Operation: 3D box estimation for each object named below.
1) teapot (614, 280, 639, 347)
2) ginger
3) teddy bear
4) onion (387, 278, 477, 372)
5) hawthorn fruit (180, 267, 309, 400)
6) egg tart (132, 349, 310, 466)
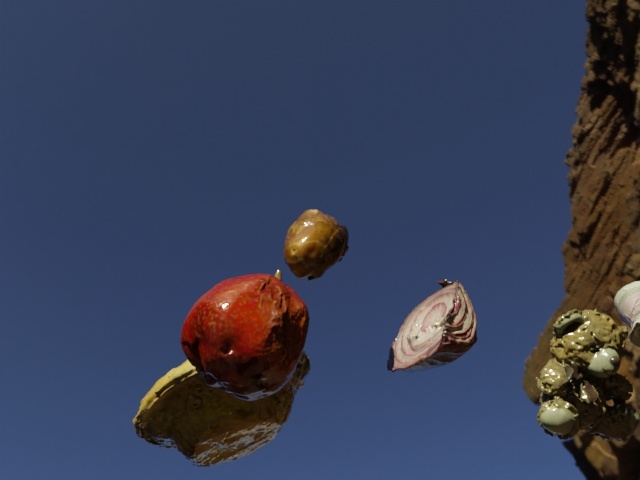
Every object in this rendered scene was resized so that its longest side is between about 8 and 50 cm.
[{"bbox_3d":[0.382,0.091,0.619,0.083,0.064,0.064,31,-45,-14],"label":"teapot"},{"bbox_3d":[0.000,0.000,1.479,0.165,0.321,0.172,-1,-82,20],"label":"ginger"},{"bbox_3d":[0.544,0.268,1.109,0.267,0.156,0.255,15,-86,-25],"label":"teddy bear"},{"bbox_3d":[0.322,0.276,1.532,0.146,0.314,0.280,37,-50,-8],"label":"onion"},{"bbox_3d":[-0.097,0.131,0.755,0.179,0.173,0.173,-21,-51,-34],"label":"hawthorn fruit"},{"bbox_3d":[-0.212,0.400,1.284,0.444,0.178,0.443,-21,-34,-15],"label":"egg tart"}]
